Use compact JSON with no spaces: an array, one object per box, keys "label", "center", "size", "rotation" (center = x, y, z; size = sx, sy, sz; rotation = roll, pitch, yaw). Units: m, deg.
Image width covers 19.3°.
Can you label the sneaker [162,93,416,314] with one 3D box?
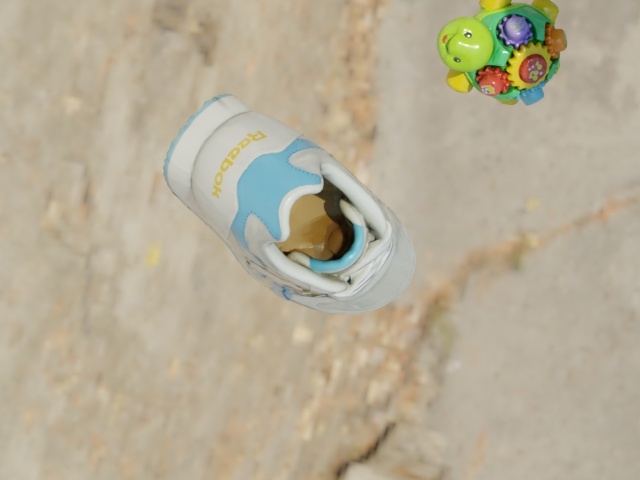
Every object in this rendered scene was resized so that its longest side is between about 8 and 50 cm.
[{"label":"sneaker","center":[0.000,0.000,1.079],"size":[0.087,0.092,0.228],"rotation":[-55,147,2]}]

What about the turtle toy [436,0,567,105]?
[{"label":"turtle toy","center":[0.145,-0.152,1.518],"size":[0.130,0.066,0.095],"rotation":[10,112,-32]}]
